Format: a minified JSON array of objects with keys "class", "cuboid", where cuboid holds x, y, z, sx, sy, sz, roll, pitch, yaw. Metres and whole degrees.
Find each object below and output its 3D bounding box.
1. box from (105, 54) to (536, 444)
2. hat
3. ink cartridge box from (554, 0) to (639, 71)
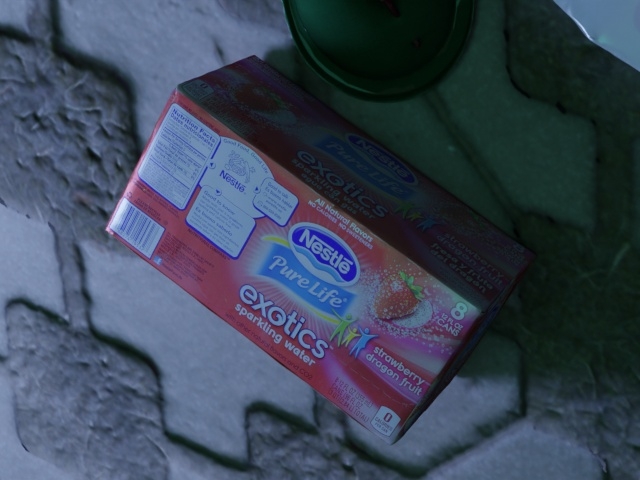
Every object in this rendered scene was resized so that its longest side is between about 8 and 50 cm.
[{"class":"box","cuboid":[0.000,0.000,1.198,0.300,0.142,0.154,36,120,11]},{"class":"hat","cuboid":[0.006,-0.186,1.104,0.173,0.183,0.208,4,110,26]},{"class":"ink cartridge box","cuboid":[0.224,-0.240,1.053,0.232,0.066,0.189,33,119,8]}]
